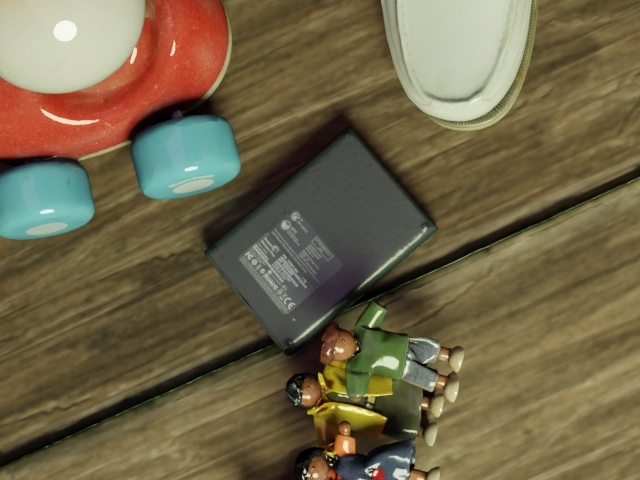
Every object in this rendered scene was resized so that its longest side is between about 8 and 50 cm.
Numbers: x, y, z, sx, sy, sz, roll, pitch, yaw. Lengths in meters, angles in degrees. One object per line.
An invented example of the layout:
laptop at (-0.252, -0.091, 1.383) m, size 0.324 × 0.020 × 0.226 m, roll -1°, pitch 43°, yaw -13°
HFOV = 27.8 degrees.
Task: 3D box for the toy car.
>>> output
toy car at (-0.181, -0.137, 0.826) m, size 0.210 × 0.238 × 0.219 m, roll -15°, pitch 80°, yaw 9°

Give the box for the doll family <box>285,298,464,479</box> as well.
doll family at (0.018, 0.136, 0.837) m, size 0.111 × 0.076 × 0.193 m, roll 12°, pitch 81°, yaw -7°

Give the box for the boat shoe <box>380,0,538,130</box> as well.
boat shoe at (0.089, -0.228, 0.852) m, size 0.113 × 0.103 × 0.302 m, roll -1°, pitch 83°, yaw 11°

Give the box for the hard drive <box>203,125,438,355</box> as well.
hard drive at (0.000, 0.000, 0.885) m, size 0.135 × 0.022 × 0.094 m, roll -41°, pitch 78°, yaw 4°
